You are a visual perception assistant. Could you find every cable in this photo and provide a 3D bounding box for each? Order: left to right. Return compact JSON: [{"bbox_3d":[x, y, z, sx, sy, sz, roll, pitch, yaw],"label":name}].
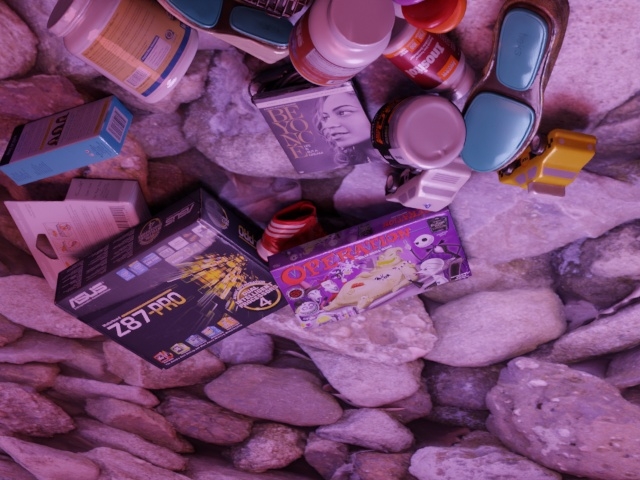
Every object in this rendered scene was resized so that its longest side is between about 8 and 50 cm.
[{"bbox_3d":[-0.019,-0.233,1.843,0.185,0.047,0.150,-13,138,28],"label":"cable"}]

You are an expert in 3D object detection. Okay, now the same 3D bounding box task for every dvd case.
[{"bbox_3d":[0.003,-0.188,1.864,0.165,0.018,0.221,-9,146,16],"label":"dvd case"}]

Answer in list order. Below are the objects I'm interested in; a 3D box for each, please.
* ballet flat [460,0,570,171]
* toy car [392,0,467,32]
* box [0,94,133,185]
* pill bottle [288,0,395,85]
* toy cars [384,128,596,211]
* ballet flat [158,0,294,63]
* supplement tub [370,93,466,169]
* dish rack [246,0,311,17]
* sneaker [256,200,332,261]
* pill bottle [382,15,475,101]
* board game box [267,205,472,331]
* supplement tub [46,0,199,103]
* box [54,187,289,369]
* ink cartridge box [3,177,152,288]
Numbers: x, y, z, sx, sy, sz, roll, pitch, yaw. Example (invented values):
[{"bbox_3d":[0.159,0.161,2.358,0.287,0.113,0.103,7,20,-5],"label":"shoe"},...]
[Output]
[{"bbox_3d":[0.297,-0.246,1.681,0.123,0.123,0.348,11,141,1],"label":"ballet flat"},{"bbox_3d":[0.143,-0.365,1.545,0.159,0.136,0.182,-11,138,28],"label":"toy car"},{"bbox_3d":[-0.458,-0.177,1.994,0.244,0.100,0.060,-12,138,30],"label":"box"},{"bbox_3d":[0.032,-0.301,1.607,0.121,0.121,0.216,20,172,-12],"label":"pill bottle"},{"bbox_3d":[0.277,-0.098,1.874,0.394,0.087,0.176,-8,159,25],"label":"toy cars"},{"bbox_3d":[-0.157,-0.343,1.716,0.248,0.086,0.086,24,142,-18],"label":"ballet flat"},{"bbox_3d":[0.148,-0.171,1.764,0.117,0.117,0.190,22,179,-14],"label":"supplement tub"},{"bbox_3d":[-0.119,-0.433,1.570,0.272,0.074,0.208,21,144,-6],"label":"dish rack"},{"bbox_3d":[0.000,0.000,2.121,0.221,0.087,0.128,8,134,-22],"label":"sneaker"},{"bbox_3d":[0.164,-0.280,1.697,0.152,0.086,0.086,35,138,-30],"label":"pill bottle"},{"bbox_3d":[0.096,0.048,2.098,0.347,0.056,0.208,-19,133,8],"label":"board game box"},{"bbox_3d":[-0.305,-0.321,1.721,0.200,0.144,0.144,33,139,-27],"label":"supplement tub"},{"bbox_3d":[-0.278,0.087,2.224,0.395,0.097,0.318,-28,133,25],"label":"box"},{"bbox_3d":[-0.461,-0.007,2.249,0.261,0.066,0.296,2,142,11],"label":"ink cartridge box"}]
